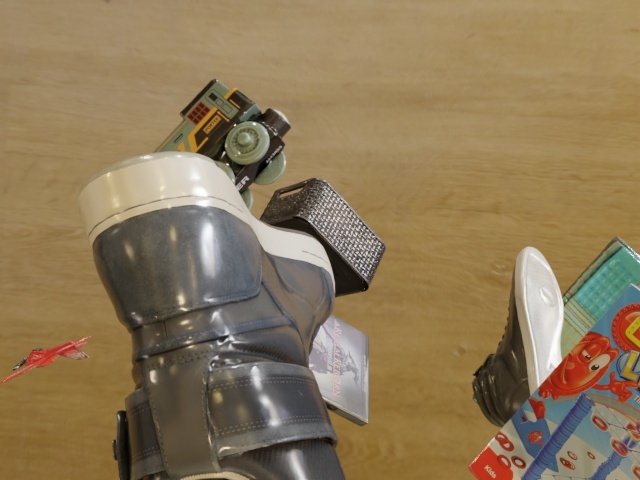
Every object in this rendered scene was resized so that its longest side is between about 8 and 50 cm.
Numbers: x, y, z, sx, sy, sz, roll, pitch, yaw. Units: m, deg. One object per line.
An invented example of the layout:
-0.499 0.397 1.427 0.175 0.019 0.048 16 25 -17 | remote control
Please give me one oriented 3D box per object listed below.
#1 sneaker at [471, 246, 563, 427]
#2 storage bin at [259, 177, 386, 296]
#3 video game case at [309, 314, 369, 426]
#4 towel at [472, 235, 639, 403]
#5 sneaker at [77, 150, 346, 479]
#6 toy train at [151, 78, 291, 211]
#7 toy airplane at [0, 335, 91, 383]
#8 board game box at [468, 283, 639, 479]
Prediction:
0.303 0.160 1.531 0.105 0.147 0.295 17 62 -35 | sneaker
0.000 0.000 1.515 0.180 0.122 0.084 45 52 -27 | storage bin
-0.019 0.195 1.732 0.274 0.196 0.026 31 130 -28 | video game case
0.474 0.217 1.632 0.271 0.040 0.370 42 94 -2 | towel
-0.029 0.071 0.444 0.086 0.226 0.163 -21 73 11 | sneaker
-0.204 -0.116 1.652 0.190 0.142 0.334 41 88 23 | toy train
-0.374 0.160 1.344 0.151 0.151 0.028 -18 95 4 | toy airplane
0.381 0.262 1.113 0.302 0.086 0.308 -52 57 10 | board game box
